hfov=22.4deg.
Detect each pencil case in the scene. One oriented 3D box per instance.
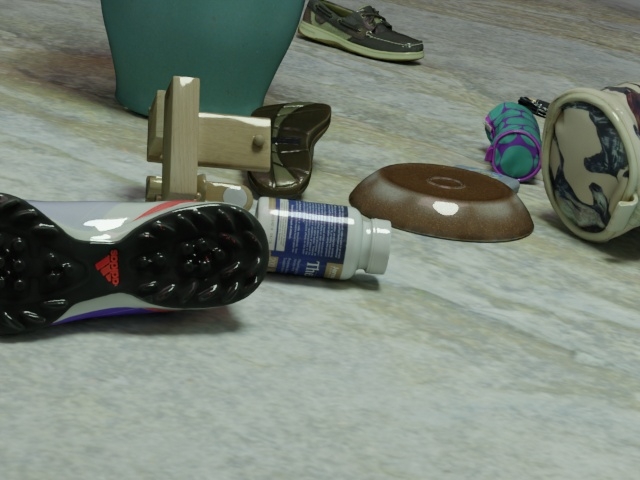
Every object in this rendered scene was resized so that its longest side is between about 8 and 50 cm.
[{"bbox_3d":[0.421,-0.097,1.754,0.410,0.159,0.183,-9,40,-34],"label":"pencil case"},{"bbox_3d":[0.230,-0.119,1.937,0.070,0.064,0.151,10,18,0],"label":"pencil case"}]

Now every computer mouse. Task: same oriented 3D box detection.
[{"bbox_3d":[0.363,-0.143,2.035,0.242,0.041,0.071,18,10,-13],"label":"computer mouse"}]

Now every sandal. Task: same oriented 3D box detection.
[{"bbox_3d":[-0.036,-0.092,1.750,0.090,0.060,0.219,3,31,1],"label":"sandal"}]

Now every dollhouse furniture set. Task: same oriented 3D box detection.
[{"bbox_3d":[-0.093,-0.081,1.529,0.123,0.144,0.151,5,-19,-14],"label":"dollhouse furniture set"}]

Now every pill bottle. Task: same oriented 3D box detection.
[{"bbox_3d":[0.000,0.000,1.440,0.120,0.067,0.067,7,17,-5],"label":"pill bottle"}]

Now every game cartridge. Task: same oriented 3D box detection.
[{"bbox_3d":[0.181,-0.068,1.836,0.083,0.017,0.056,16,15,23],"label":"game cartridge"}]

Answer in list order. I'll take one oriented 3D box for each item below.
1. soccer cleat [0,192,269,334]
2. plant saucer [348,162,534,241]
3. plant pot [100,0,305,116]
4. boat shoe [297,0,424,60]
[{"bbox_3d":[-0.203,0.016,1.270,0.318,0.108,0.116,-2,-1,-25],"label":"soccer cleat"},{"bbox_3d":[0.130,-0.046,1.707,0.199,0.036,0.198,7,18,-2],"label":"plant saucer"},{"bbox_3d":[-0.147,-0.281,1.955,0.272,0.255,0.271,8,17,-3],"label":"plant pot"},{"bbox_3d":[0.064,-0.334,2.533,0.224,0.073,0.080,19,20,31],"label":"boat shoe"}]
